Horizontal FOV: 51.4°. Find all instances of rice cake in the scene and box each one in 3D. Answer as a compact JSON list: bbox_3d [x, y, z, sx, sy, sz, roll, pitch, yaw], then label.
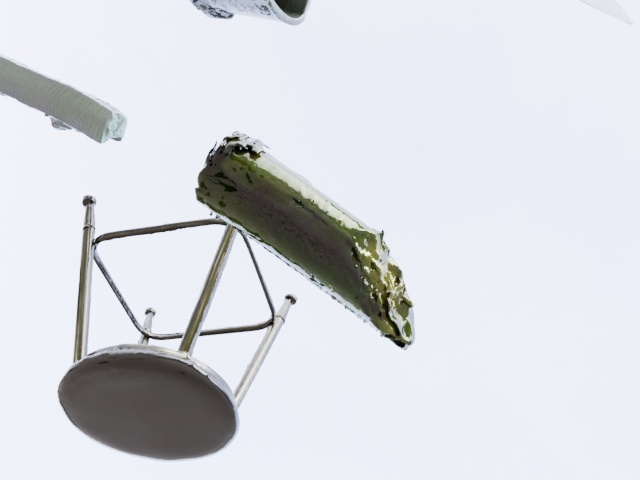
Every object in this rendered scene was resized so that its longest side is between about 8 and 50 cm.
[{"bbox_3d":[-0.239,-0.123,0.570,0.180,0.030,0.042,26,-81,23],"label":"rice cake"}]

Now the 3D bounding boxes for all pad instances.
[{"bbox_3d":[0.390,-0.439,1.100,0.267,0.181,0.004,18,-51,-16],"label":"pad"}]

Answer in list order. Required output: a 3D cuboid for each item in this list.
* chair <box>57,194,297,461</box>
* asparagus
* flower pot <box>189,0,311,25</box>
[{"bbox_3d":[-0.272,0.157,1.247,0.361,0.410,0.365,-6,-49,10],"label":"chair"},{"bbox_3d":[0.000,0.000,0.921,0.382,0.108,0.128,36,-78,2],"label":"asparagus"},{"bbox_3d":[-0.091,-0.298,0.626,0.108,0.229,0.103,14,-105,24],"label":"flower pot"}]
